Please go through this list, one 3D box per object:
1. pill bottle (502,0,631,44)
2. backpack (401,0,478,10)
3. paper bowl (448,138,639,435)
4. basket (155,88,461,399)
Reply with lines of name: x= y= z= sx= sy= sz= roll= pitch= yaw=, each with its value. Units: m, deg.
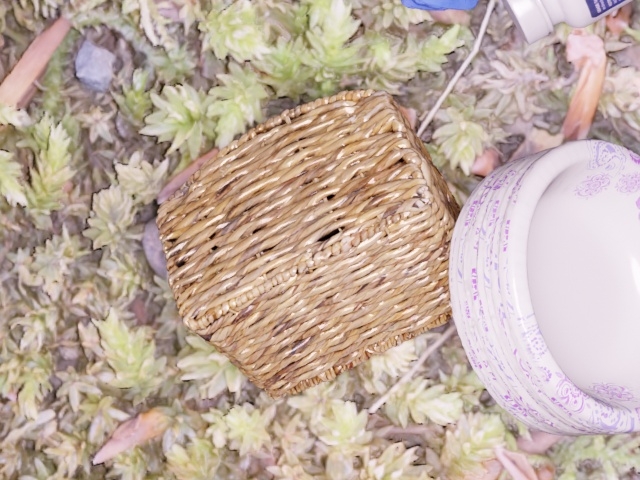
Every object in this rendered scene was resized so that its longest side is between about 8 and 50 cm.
pill bottle: x=0.278 y=-0.285 z=1.198 sx=0.187 sy=0.112 sz=0.112 roll=-29 pitch=86 yaw=9
backpack: x=0.124 y=-0.290 z=1.219 sx=0.120 sy=0.098 sz=0.101 roll=60 pitch=146 yaw=39
paper bowl: x=0.243 y=0.051 z=1.150 sx=0.148 sy=0.284 sz=0.284 roll=-16 pitch=87 yaw=54
basket: x=0.000 y=0.000 z=1.268 sx=0.299 sy=0.223 sz=0.213 roll=-29 pitch=53 yaw=10
